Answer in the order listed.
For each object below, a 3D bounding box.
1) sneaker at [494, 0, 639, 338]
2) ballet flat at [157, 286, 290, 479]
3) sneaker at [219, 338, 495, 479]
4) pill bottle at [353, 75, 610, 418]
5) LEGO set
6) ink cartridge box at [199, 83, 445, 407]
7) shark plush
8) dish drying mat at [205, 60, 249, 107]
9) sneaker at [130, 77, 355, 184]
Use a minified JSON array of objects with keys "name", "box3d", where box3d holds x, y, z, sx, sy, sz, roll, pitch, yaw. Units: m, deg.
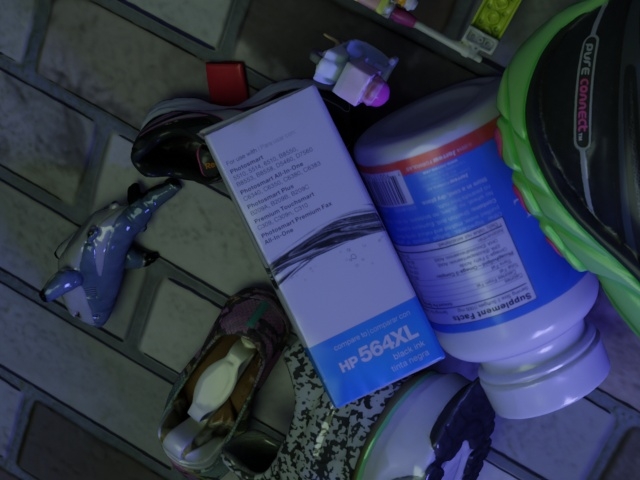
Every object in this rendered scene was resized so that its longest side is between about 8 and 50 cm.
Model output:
[{"name":"sneaker","box3d":[0.316,0.030,1.142,0.483,0.185,0.202,46,131,-2]},{"name":"ballet flat","box3d":[-0.090,0.132,1.482,0.077,0.079,0.221,33,127,8]},{"name":"sneaker","box3d":[-0.001,0.225,1.452,0.182,0.158,0.410,35,126,20]},{"name":"pill bottle","box3d":[0.121,0.008,1.273,0.124,0.124,0.221,-15,109,34]},{"name":"LEGO set","box3d":[0.102,-0.211,1.172,0.107,0.132,0.287,30,120,1]},{"name":"ink cartridge box","box3d":[0.000,0.000,1.247,0.086,0.148,0.203,-25,94,0]},{"name":"shark plush","box3d":[-0.164,0.002,1.489,0.067,0.073,0.161,34,108,-16]},{"name":"dish drying mat","box3d":[-0.067,-0.097,1.391,0.032,0.008,0.083,3,116,24]},{"name":"sneaker","box3d":[-0.059,-0.069,1.351,0.178,0.077,0.072,-9,113,22]}]
